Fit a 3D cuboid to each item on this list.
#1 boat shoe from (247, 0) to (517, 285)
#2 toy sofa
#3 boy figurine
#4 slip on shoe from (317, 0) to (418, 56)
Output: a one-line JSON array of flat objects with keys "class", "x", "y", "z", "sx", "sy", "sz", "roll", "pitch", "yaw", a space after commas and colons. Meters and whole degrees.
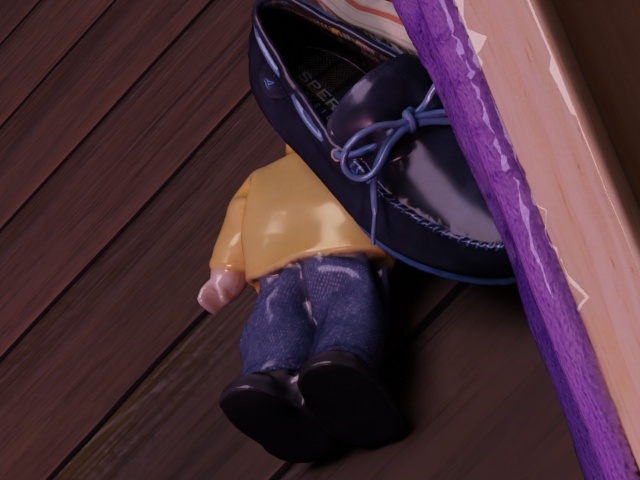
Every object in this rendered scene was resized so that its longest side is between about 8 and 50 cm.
[{"class": "boat shoe", "x": 0.031, "y": -0.062, "z": 0.830, "sx": 0.109, "sy": 0.089, "sz": 0.258, "roll": -42, "pitch": 51, "yaw": -20}, {"class": "toy sofa", "x": 0.102, "y": -0.027, "z": 0.600, "sx": 0.177, "sy": 0.150, "sz": 0.362, "roll": -32, "pitch": 70, "yaw": 39}, {"class": "boy figurine", "x": 0.000, "y": 0.000, "z": 0.919, "sx": 0.177, "sy": 0.092, "sz": 0.285, "roll": -21, "pitch": 40, "yaw": 25}, {"class": "slip on shoe", "x": 0.088, "y": -0.141, "z": 0.945, "sx": 0.101, "sy": 0.123, "sz": 0.331, "roll": -41, "pitch": 28, "yaw": 2}]
